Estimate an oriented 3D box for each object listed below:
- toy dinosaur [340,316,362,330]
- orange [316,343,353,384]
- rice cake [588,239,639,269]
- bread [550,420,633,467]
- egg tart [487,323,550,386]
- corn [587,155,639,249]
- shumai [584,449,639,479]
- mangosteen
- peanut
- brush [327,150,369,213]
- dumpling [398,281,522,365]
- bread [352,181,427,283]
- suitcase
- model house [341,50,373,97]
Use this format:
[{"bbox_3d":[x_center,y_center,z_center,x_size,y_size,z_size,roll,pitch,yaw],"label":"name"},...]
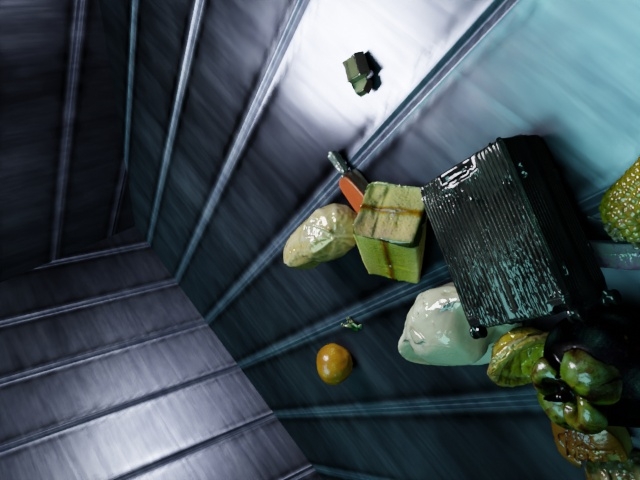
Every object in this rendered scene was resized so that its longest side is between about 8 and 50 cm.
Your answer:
[{"bbox_3d":[0.109,0.315,1.518,0.060,0.029,0.120,41,147,0],"label":"toy dinosaur"},{"bbox_3d":[0.057,0.479,1.609,0.136,0.159,0.159,-12,110,13],"label":"orange"},{"bbox_3d":[0.482,0.036,0.791,0.290,0.051,0.081,2,116,53],"label":"rice cake"},{"bbox_3d":[0.586,0.428,0.920,0.125,0.086,0.156,51,145,15],"label":"bread"},{"bbox_3d":[0.448,0.253,0.921,0.074,0.191,0.191,-110,16,-50],"label":"egg tart"},{"bbox_3d":[0.520,-0.120,0.578,0.106,0.106,0.305,42,138,24],"label":"corn"},{"bbox_3d":[0.661,0.550,0.867,0.209,0.153,0.162,1,122,49],"label":"shumai"},{"bbox_3d":[0.507,0.241,0.750,0.242,0.242,0.243,32,138,35],"label":"mangosteen"},{"bbox_3d":[0.003,-0.005,1.292,0.158,0.174,0.340,20,158,-20],"label":"peanut"},{"bbox_3d":[0.116,-0.117,1.154,0.323,0.051,0.070,55,148,7],"label":"brush"},{"bbox_3d":[0.348,0.223,1.043,0.242,0.187,0.318,24,139,-6],"label":"dumpling"},{"bbox_3d":[0.196,-0.015,1.090,0.167,0.163,0.264,12,157,19],"label":"bread"},{"bbox_3d":[0.354,-0.004,0.786,0.229,0.152,0.336,-33,71,54],"label":"suitcase"},{"bbox_3d":[0.095,-0.393,0.979,0.058,0.057,0.084,-22,76,31],"label":"model house"}]
